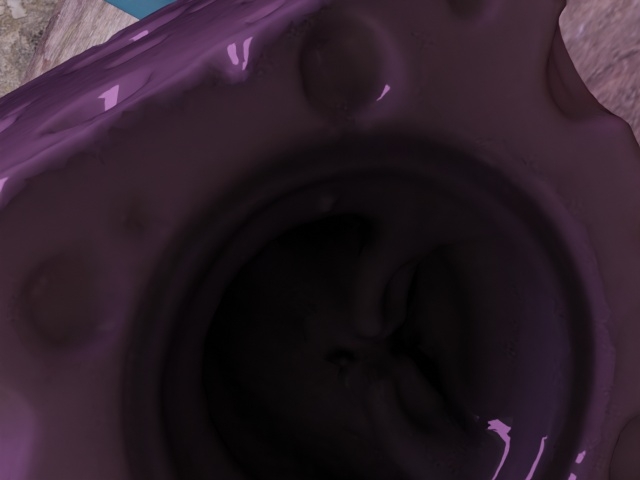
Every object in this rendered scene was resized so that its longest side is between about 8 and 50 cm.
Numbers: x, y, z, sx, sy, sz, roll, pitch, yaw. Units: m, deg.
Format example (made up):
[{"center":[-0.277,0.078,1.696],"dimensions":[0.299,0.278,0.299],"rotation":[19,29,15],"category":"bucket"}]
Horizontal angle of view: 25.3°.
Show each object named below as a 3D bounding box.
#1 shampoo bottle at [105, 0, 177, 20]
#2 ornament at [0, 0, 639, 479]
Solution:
[{"center":[-0.040,-0.290,0.973],"dimensions":[0.331,0.342,0.331],"rotation":[-48,25,32],"category":"shampoo bottle"},{"center":[-0.020,0.033,0.561],"dimensions":[0.239,0.240,0.240],"rotation":[-32,17,-14],"category":"ornament"}]
